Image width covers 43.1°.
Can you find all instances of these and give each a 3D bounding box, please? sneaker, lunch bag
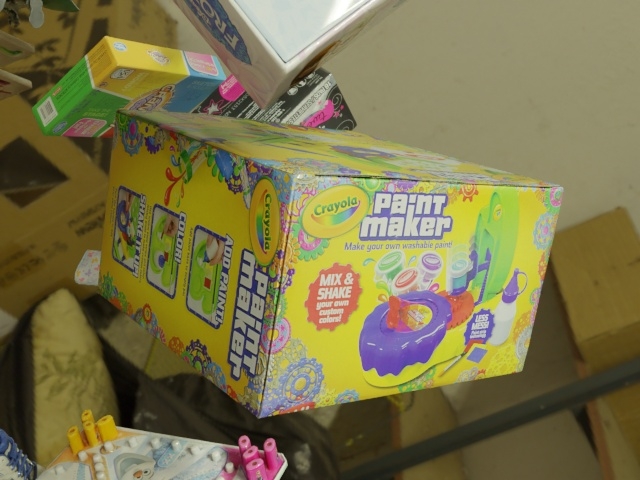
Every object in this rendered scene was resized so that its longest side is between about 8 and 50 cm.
[{"bbox_3d":[-0.536,0.383,1.345,0.296,0.131,0.112,31,21,-43],"label":"sneaker"},{"bbox_3d":[-0.499,0.066,1.801,0.053,0.071,0.083,72,28,-45],"label":"lunch bag"}]

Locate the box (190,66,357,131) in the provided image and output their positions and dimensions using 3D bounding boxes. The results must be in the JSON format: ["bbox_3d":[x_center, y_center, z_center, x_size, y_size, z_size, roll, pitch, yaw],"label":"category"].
[{"bbox_3d":[-0.091,-0.176,1.320,0.163,0.247,0.142,39,-8,35],"label":"box"}]

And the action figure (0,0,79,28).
[{"bbox_3d":[-0.405,-0.308,0.997,0.137,0.063,0.232,17,10,-41],"label":"action figure"}]

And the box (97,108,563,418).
[{"bbox_3d":[0.000,0.000,0.716,0.290,0.279,0.177,0,105,-38],"label":"box"}]

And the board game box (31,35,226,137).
[{"bbox_3d":[-0.376,-0.296,1.627,0.316,0.242,0.064,-9,70,-57],"label":"board game box"}]

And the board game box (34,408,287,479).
[{"bbox_3d":[-0.299,0.399,1.152,0.390,0.390,0.050,-50,136,-52],"label":"board game box"}]

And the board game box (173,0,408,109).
[{"bbox_3d":[-0.008,-0.289,0.441,0.318,0.319,0.066,51,-17,-2],"label":"board game box"}]

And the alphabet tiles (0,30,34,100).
[{"bbox_3d":[-0.451,-0.168,0.736,0.342,0.285,0.011,16,62,-64],"label":"alphabet tiles"}]
